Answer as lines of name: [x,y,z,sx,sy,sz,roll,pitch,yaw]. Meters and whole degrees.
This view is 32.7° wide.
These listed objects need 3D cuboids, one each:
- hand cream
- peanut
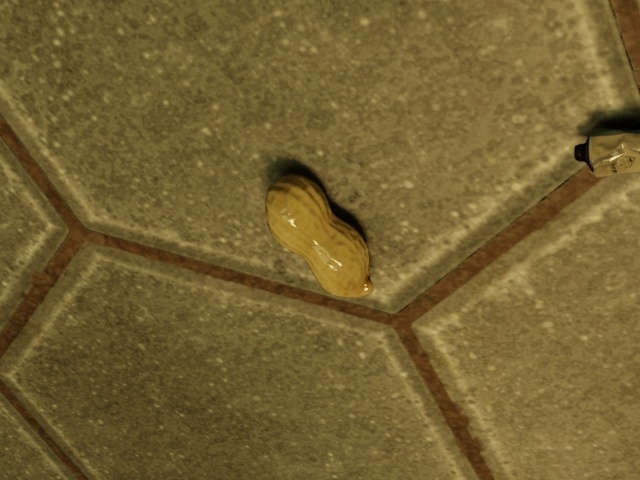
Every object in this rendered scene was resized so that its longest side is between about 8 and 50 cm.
hand cream: [0.364,-0.098,1.030,0.248,0.052,0.075,-8,152,24]
peanut: [0.000,0.000,1.269,0.082,0.082,0.187,-23,121,40]
